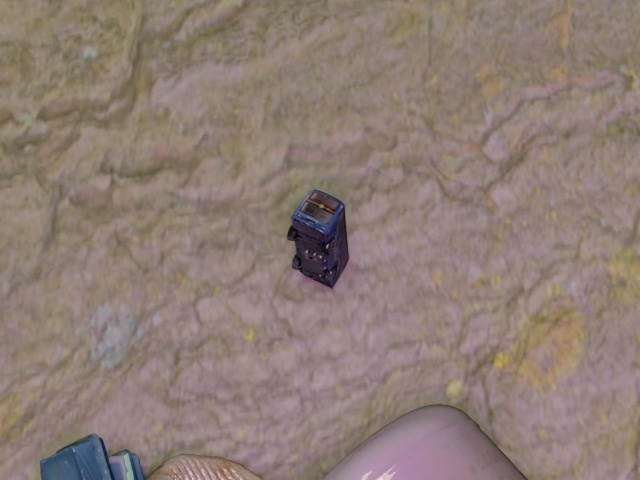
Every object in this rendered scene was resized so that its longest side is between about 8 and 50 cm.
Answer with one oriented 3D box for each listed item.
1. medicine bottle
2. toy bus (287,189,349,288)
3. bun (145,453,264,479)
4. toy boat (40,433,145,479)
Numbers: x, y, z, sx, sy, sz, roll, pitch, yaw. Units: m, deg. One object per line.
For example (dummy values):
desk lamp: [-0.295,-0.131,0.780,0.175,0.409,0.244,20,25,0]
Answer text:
medicine bottle: [0.137,0.340,1.704,0.241,0.241,0.302,-39,69,-10]
toy bus: [0.000,0.000,1.906,0.051,0.153,0.061,24,67,14]
bun: [-0.120,0.313,1.811,0.183,0.102,0.183,24,41,-22]
toy boat: [-0.221,0.327,1.837,0.109,0.098,0.238,-28,70,41]
